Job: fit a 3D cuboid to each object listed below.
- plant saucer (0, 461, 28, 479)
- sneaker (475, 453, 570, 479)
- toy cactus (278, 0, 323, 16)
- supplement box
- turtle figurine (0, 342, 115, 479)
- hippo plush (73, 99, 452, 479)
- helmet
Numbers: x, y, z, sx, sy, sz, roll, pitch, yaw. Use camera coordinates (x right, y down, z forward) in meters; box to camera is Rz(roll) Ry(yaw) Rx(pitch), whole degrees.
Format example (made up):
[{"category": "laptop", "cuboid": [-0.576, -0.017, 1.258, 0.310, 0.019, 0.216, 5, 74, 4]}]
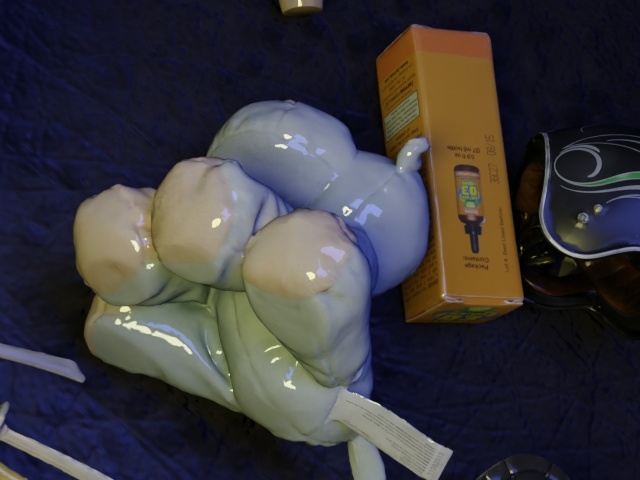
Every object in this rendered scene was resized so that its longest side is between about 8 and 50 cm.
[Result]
[{"category": "plant saucer", "cuboid": [-0.299, 0.264, 0.883, 0.333, 0.081, 0.333, 39, 59, -10]}, {"category": "sneaker", "cuboid": [0.050, 0.250, 1.004, 0.283, 0.124, 0.107, -21, 74, -32]}, {"category": "toy cactus", "cuboid": [-0.015, -0.277, 1.222, 0.219, 0.112, 0.180, -2, 83, -36]}, {"category": "supplement box", "cuboid": [0.102, -0.051, 1.205, 0.078, 0.080, 0.233, 4, 69, -25]}, {"category": "turtle figurine", "cuboid": [-0.237, 0.050, 0.816, 0.275, 0.198, 0.266, -17, 119, 6]}, {"category": "hippo plush", "cuboid": [0.000, 0.000, 1.039, 0.294, 0.234, 0.236, 31, 52, 1]}, {"category": "helmet", "cuboid": [0.239, -0.009, 1.210, 0.161, 0.169, 0.169, 12, 66, -5]}]
